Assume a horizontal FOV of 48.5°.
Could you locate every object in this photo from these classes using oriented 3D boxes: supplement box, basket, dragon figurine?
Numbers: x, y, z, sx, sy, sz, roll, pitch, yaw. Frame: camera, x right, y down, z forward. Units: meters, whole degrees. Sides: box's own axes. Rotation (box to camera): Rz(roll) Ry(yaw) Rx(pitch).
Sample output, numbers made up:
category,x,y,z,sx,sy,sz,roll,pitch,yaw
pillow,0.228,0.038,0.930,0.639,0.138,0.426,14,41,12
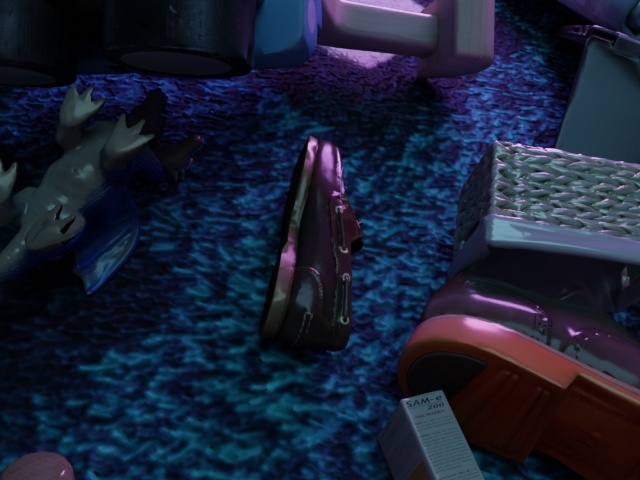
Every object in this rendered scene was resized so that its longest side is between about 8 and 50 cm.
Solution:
category,x,y,z,sx,sy,sz,roll,pitch,yaw
supplement box,0.080,0.162,0.486,0.036,0.062,0.098,-8,54,-22
basket,0.205,-0.011,0.619,0.167,0.113,0.103,8,65,-5
dragon figurine,-0.189,-0.019,0.544,0.085,0.144,0.289,30,68,7

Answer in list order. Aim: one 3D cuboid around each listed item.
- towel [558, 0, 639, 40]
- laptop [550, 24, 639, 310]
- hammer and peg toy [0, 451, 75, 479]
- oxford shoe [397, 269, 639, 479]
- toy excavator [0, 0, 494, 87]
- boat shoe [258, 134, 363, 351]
category,x,y,z,sx,sy,sz,roll,pitch,yaw
towel,0.452,-0.388,1.023,0.374,0.090,0.320,-11,40,-26
laptop,0.433,-0.073,0.826,0.381,0.236,0.408,22,19,1
hammer and peg toy,-0.201,0.235,0.235,0.361,0.127,0.266,-20,32,-33
oxford shoe,0.245,0.123,0.530,0.363,0.130,0.133,27,42,7
toy excavator,-0.056,-0.238,0.661,0.432,0.222,0.445,1,3,12
boat shoe,0.000,0.000,0.598,0.073,0.073,0.207,14,55,-8
